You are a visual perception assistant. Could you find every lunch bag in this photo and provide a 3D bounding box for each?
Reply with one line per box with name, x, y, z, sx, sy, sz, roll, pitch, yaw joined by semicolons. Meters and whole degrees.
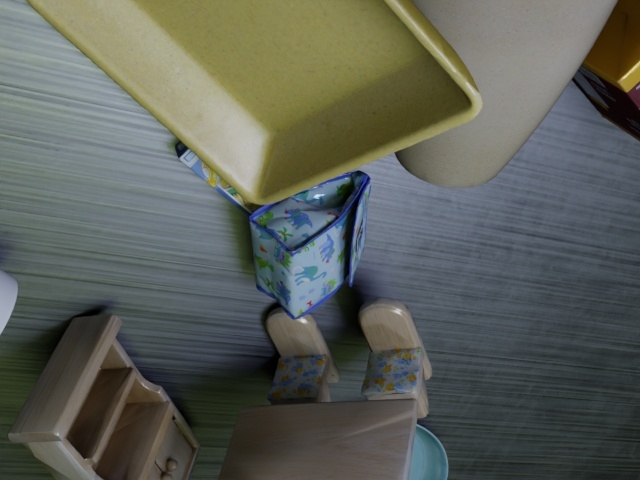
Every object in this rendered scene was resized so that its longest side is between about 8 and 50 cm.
lunch bag;0.000;0.000;0.956;0.151;0.096;0.128;-36;148;-29

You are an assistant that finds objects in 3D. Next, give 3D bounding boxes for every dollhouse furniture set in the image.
dollhouse furniture set;-0.096;0.218;0.924;0.395;0.362;0.256;-7;130;21

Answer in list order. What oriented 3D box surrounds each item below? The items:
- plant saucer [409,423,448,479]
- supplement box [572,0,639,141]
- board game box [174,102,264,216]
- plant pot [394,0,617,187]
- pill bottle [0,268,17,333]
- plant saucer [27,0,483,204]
plant saucer;0.043;0.382;1.250;0.318;0.043;0.317;-9;123;-15
supplement box;0.375;-0.202;0.913;0.194;0.191;0.129;35;104;-33
board game box;-0.044;-0.126;0.910;0.201;0.035;0.136;-43;124;10
plant pot;0.153;-0.196;0.832;0.257;0.256;0.274;-9;137;-14
pill bottle;-0.446;0.024;0.791;0.153;0.153;0.265;-45;123;10
plant saucer;-0.065;-0.199;0.721;0.333;0.081;0.333;42;145;-23
